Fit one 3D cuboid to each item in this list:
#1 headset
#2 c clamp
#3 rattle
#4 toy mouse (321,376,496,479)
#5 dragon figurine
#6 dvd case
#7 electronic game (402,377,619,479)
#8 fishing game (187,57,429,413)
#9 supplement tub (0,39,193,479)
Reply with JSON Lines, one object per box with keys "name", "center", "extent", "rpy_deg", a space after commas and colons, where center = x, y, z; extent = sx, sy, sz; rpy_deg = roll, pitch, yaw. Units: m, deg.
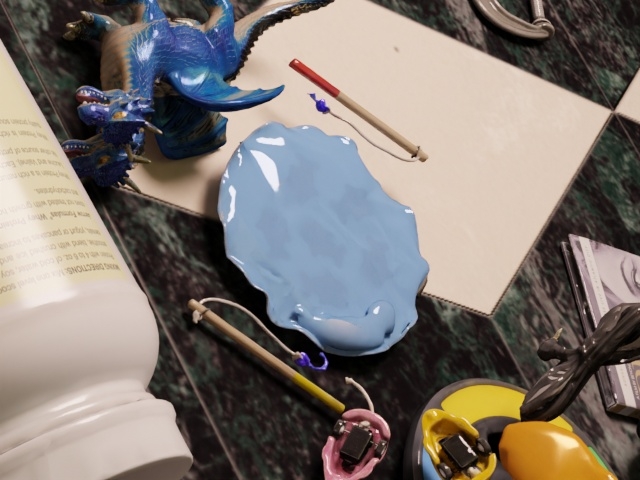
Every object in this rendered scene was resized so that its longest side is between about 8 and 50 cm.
{"name": "headset", "center": [0.310, 0.178, 1.498], "extent": [0.394, 0.185, 0.243], "rpy_deg": [47, 6, -35]}
{"name": "c clamp", "center": [0.186, -0.241, 1.844], "extent": [0.137, 0.022, 0.160], "rpy_deg": [28, 42, -26]}
{"name": "rattle", "center": [0.213, 0.222, 1.406], "extent": [0.200, 0.143, 0.130], "rpy_deg": [31, 78, -52]}
{"name": "toy mouse", "center": [0.045, 0.168, 1.325], "extent": [0.143, 0.031, 0.161], "rpy_deg": [-37, 66, -20]}
{"name": "dragon figurine", "center": [-0.086, -0.111, 1.406], "extent": [0.289, 0.085, 0.144], "rpy_deg": [-7, 65, -48]}
{"name": "dvd case", "center": [0.304, 0.090, 1.689], "extent": [0.221, 0.018, 0.164], "rpy_deg": [16, 49, -36]}
{"name": "electronic game", "center": [0.150, 0.201, 1.414], "extent": [0.229, 0.048, 0.229], "rpy_deg": [27, 43, -28]}
{"name": "fishing game", "center": [0.000, 0.000, 1.441], "extent": [0.189, 0.041, 0.264], "rpy_deg": [33, 49, -21]}
{"name": "supplement tub", "center": [-0.229, 0.021, 1.027], "extent": [0.235, 0.235, 0.325], "rpy_deg": [-15, 71, -50]}
